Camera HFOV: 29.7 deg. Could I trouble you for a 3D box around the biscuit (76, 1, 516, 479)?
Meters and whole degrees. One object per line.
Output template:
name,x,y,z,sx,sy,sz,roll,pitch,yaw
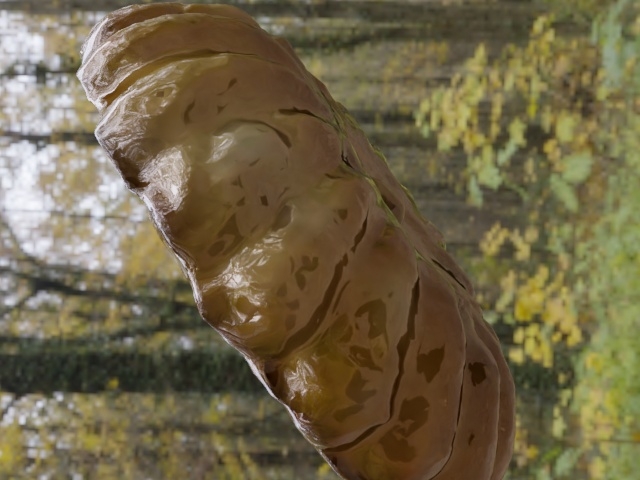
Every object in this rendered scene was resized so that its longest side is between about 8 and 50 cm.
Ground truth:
biscuit,0.000,0.000,0.651,0.325,0.107,0.326,51,-174,-8
